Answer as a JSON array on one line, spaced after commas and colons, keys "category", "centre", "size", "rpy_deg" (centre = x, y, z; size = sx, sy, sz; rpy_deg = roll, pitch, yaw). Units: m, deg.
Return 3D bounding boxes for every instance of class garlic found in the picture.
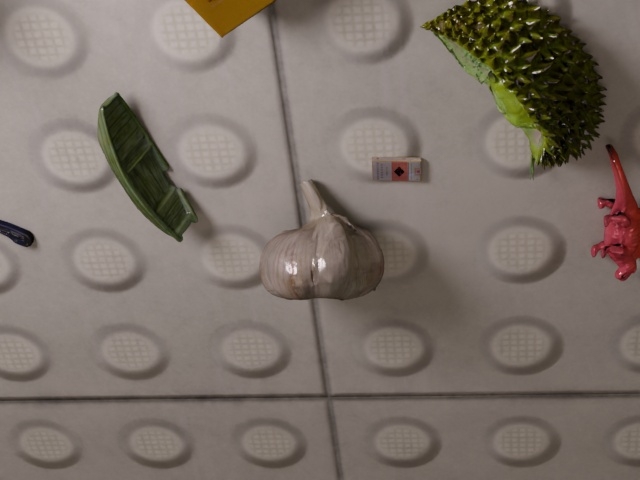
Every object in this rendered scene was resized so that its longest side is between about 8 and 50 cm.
[{"category": "garlic", "centre": [0.000, 0.000, 2.214], "size": [0.219, 0.218, 0.212], "rpy_deg": [-3, 92, 8]}]

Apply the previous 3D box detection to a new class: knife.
[{"category": "knife", "centre": [-0.576, -0.022, 2.336], "size": [0.121, 0.018, 0.031], "rpy_deg": [23, 128, -12]}]

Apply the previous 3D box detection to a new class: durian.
[{"category": "durian", "centre": [0.325, -0.247, 2.008], "size": [0.169, 0.157, 0.355], "rpy_deg": [6, 144, 52]}]

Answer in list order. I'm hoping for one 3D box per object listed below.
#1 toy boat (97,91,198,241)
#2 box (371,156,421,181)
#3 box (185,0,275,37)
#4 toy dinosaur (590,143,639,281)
[{"category": "toy boat", "centre": [-0.302, -0.123, 2.174], "size": [0.055, 0.093, 0.293], "rpy_deg": [4, 136, 38]}, {"category": "box", "centre": [0.129, -0.120, 2.177], "size": [0.083, 0.012, 0.046], "rpy_deg": [2, 130, 6]}, {"category": "box", "centre": [-0.065, -0.497, 1.800], "size": [0.415, 0.115, 0.264], "rpy_deg": [-31, 120, 28]}, {"category": "toy dinosaur", "centre": [0.539, -0.046, 2.174], "size": [0.139, 0.070, 0.286], "rpy_deg": [-6, 128, -2]}]
